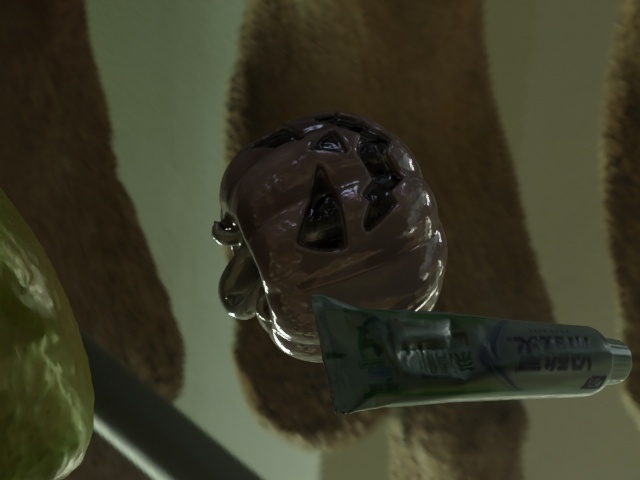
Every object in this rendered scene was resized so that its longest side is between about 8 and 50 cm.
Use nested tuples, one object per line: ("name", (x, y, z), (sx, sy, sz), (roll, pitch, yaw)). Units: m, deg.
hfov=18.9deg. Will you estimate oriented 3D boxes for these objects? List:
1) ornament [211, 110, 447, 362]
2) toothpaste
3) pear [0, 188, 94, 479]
("ornament", (0.000, 0.000, 1.372), (0.178, 0.177, 0.177), (-7, -69, -19))
("toothpaste", (0.103, 0.075, 1.225), (0.297, 0.048, 0.074), (5, -115, -47))
("pear", (-0.348, 0.102, 1.369), (0.391, 0.391, 0.391), (-7, -69, -19))
